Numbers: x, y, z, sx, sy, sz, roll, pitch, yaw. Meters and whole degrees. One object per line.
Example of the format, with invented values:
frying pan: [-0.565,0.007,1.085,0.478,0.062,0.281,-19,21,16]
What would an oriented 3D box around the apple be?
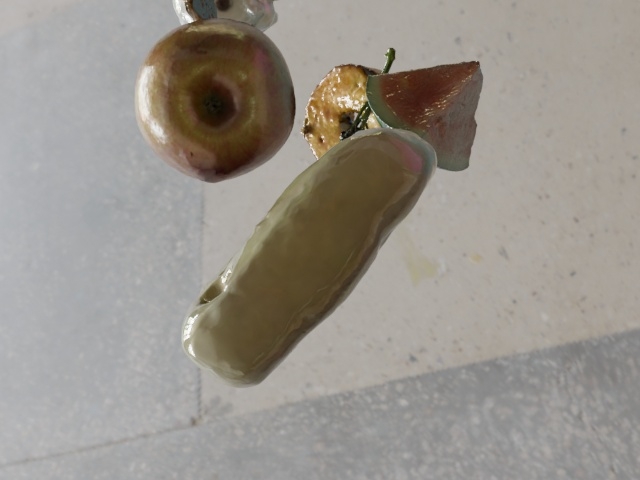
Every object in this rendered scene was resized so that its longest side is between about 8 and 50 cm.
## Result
apple: [-0.134,-0.180,1.325,0.211,0.211,0.188,-46,15,3]

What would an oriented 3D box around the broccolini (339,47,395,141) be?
broccolini: [0.085,-0.244,1.793,0.054,0.052,0.194,20,95,-4]

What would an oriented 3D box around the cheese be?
cheese: [0.000,0.000,1.179,0.129,0.351,0.328,43,98,-1]

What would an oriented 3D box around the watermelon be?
watermelon: [0.172,-0.213,1.705,0.202,0.136,0.207,-31,65,-22]

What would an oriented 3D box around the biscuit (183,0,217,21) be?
biscuit: [-0.176,-0.349,1.471,0.019,0.130,0.119,-8,28,19]

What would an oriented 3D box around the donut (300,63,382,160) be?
donut: [0.080,-0.222,2.030,0.253,0.118,0.253,5,97,40]

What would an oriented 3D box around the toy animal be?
toy animal: [-0.159,-0.472,1.813,0.174,0.249,0.289,-10,27,37]
